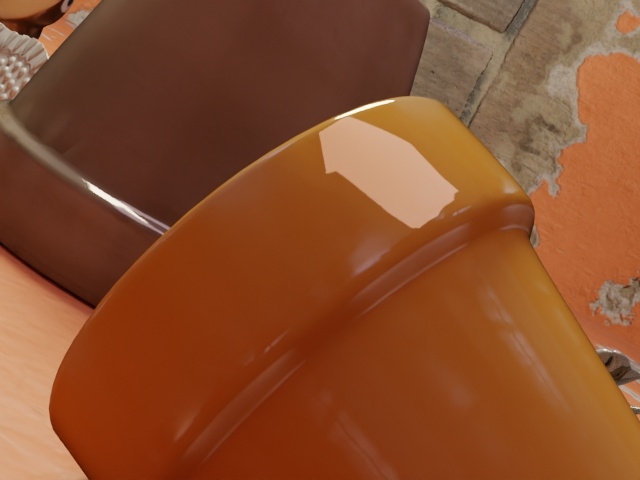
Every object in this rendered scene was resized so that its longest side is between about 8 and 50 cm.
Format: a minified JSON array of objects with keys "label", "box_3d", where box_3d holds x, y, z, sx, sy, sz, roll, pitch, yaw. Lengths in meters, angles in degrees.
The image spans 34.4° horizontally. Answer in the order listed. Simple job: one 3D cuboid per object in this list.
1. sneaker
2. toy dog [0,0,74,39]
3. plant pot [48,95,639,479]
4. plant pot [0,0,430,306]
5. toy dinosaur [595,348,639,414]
[{"label":"sneaker","box_3d":[-0.288,-0.146,1.024,0.095,0.090,0.235,50,-2,-42]},{"label":"toy dog","box_3d":[-0.532,-0.440,1.492,0.408,0.285,0.395,21,-25,-41]},{"label":"plant pot","box_3d":[0.034,0.083,0.397,0.188,0.205,0.205,50,14,18]},{"label":"plant pot","box_3d":[-0.067,-0.097,0.787,0.323,0.280,0.323,30,7,-4]},{"label":"toy dinosaur","box_3d":[0.149,0.111,0.958,0.160,0.121,0.313,34,-7,-18]}]
